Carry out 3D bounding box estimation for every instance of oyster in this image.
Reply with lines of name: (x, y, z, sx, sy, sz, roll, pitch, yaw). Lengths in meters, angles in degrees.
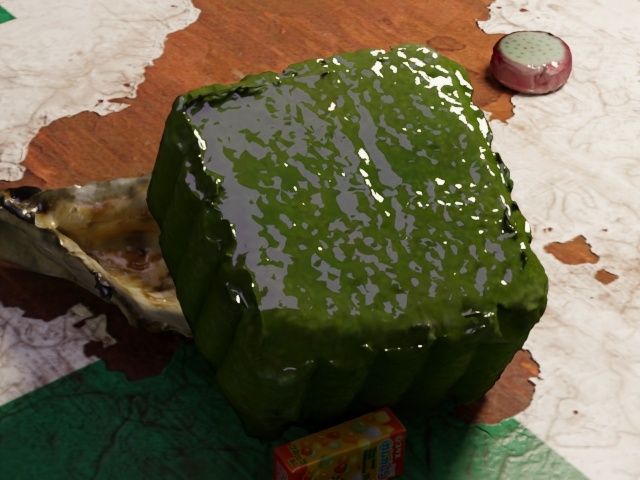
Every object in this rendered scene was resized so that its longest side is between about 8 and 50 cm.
oyster: (-0.222, 0.007, 1.776, 0.337, 0.133, 0.198, 13, 43, 14)

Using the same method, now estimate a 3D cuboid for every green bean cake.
green bean cake: (0.024, 0.002, 1.635, 0.335, 0.218, 0.319, -8, 65, -19)

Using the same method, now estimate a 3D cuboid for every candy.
candy: (0.017, 0.203, 1.579, 0.122, 0.062, 0.038, -17, 42, -22)
candy: (0.265, -0.225, 2.163, 0.103, 0.043, 0.103, 0, 37, 0)
